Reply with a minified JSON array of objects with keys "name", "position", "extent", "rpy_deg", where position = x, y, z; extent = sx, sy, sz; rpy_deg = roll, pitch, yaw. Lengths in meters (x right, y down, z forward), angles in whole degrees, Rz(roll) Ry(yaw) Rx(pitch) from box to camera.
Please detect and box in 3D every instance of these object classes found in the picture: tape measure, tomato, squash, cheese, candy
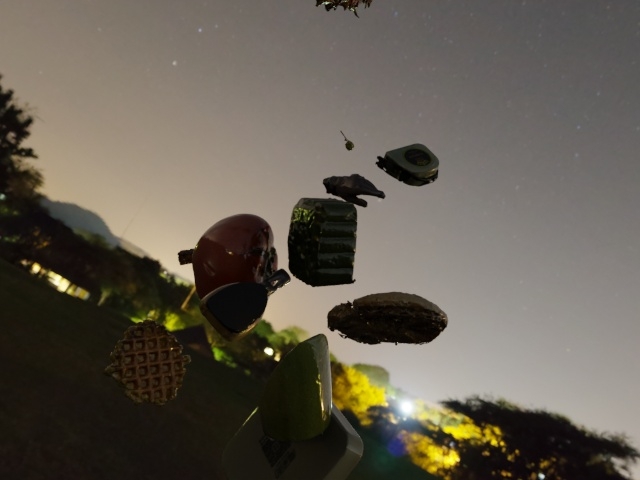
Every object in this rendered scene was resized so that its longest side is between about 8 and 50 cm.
[{"name":"tape measure","position":[0.394,-0.316,2.510],"extent":[0.207,0.235,0.115],"rpy_deg":[56,-28,32]},{"name":"tomato","position":[-0.285,0.079,1.863],"extent":[0.273,0.341,0.341],"rpy_deg":[1,-21,12]},{"name":"squash","position":[-0.065,0.334,1.384],"extent":[0.189,0.189,0.260],"rpy_deg":[12,-67,51]},{"name":"cheese","position":[-0.107,0.088,0.900],"extent":[0.086,0.162,0.036],"rpy_deg":[44,-42,13]},{"name":"candy","position":[0.100,-0.393,2.238],"extent":[0.035,0.035,0.123],"rpy_deg":[44,-2,33]}]

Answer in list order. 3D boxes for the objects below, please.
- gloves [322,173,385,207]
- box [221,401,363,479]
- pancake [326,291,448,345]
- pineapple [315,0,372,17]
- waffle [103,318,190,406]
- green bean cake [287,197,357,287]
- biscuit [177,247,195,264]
[{"name":"gloves","position":[0.137,-0.211,2.403],"extent":[0.286,0.142,0.119],"rpy_deg":[12,-17,23]},{"name":"box","position":[-0.088,0.582,1.560],"extent":[0.090,0.367,0.373],"rpy_deg":[38,2,-36]},{"name":"pancake","position":[0.202,0.243,1.729],"extent":[0.382,0.071,0.382],"rpy_deg":[2,-27,1]},{"name":"pineapple","position":[-0.003,-0.722,1.597],"extent":[0.344,0.286,0.209],"rpy_deg":[30,-50,53]},{"name":"waffle","position":[-0.503,0.366,1.688],"extent":[0.059,0.243,0.238],"rpy_deg":[-23,-59,42]},{"name":"green bean cake","position":[0.000,0.000,1.700],"extent":[0.156,0.249,0.247],"rpy_deg":[-1,9,-20]},{"name":"biscuit","position":[-0.415,0.049,2.064],"extent":[0.064,0.199,0.034],"rpy_deg":[102,-26,-47]}]
